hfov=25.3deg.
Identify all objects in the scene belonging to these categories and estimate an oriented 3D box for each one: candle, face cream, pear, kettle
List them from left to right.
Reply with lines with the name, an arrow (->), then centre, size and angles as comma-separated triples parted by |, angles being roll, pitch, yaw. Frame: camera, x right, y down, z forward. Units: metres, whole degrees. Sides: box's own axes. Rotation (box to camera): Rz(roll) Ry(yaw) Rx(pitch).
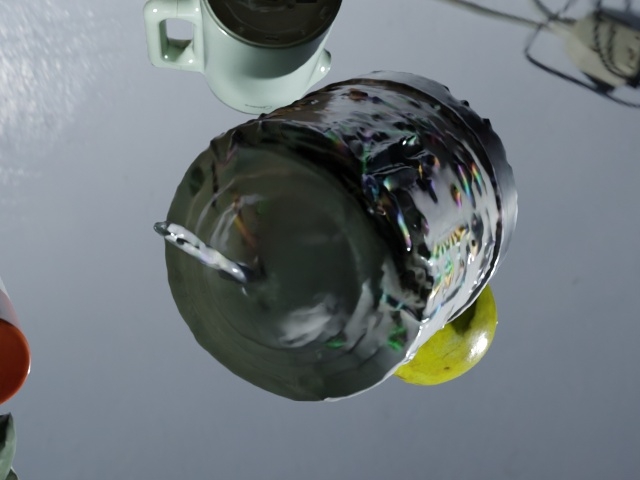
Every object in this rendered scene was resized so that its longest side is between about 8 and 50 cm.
face cream -> -0.334, 0.069, 1.321 | 0.096, 0.214, 0.095 | -9, 114, -20
kettle -> -0.052, -0.150, 1.028 | 0.127, 0.148, 0.098 | -28, 81, -14
candle -> 0.000, 0.000, 0.892 | 0.187, 0.330, 0.187 | 6, 107, 22
pear -> 0.094, 0.065, 1.192 | 0.107, 0.107, 0.131 | -2, 130, -19

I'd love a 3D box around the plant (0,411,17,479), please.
plant -> -0.244, 0.193, 0.690 | 0.147, 0.274, 0.149 | 9, 146, -3

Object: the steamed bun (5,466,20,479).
steamed bun -> -0.311, 0.205, 0.889 | 0.272, 0.273, 0.290 | -10, 98, -17
